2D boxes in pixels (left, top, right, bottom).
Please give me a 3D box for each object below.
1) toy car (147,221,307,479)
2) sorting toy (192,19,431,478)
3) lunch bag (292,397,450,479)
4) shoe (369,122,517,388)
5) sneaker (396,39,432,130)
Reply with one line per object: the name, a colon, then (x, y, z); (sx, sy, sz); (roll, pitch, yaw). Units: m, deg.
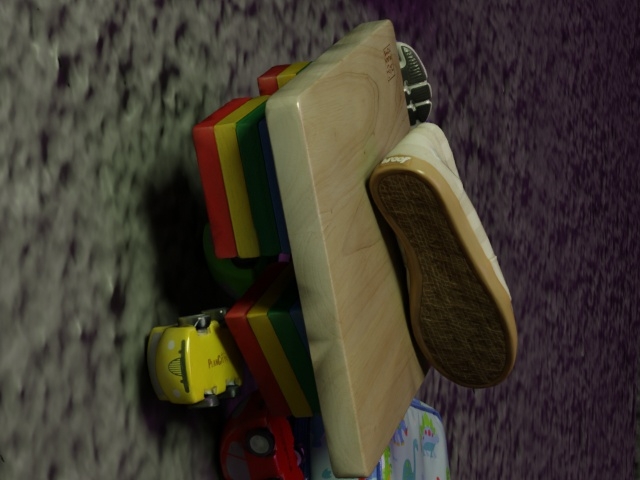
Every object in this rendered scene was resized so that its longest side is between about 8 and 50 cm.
toy car: (-0.062, 0.058, 1.315); (0.239, 0.053, 0.225); (59, 30, -54)
sorting toy: (0.000, 0.000, 1.288); (0.257, 0.089, 0.255); (-50, 132, -67)
lunch bag: (0.045, 0.209, 1.537); (0.219, 0.090, 0.176); (31, 56, -68)
shoe: (0.094, 0.014, 1.302); (0.058, 0.077, 0.219); (-69, 147, -45)
sneaker: (0.073, -0.132, 1.806); (0.170, 0.068, 0.071); (77, 2, -47)
